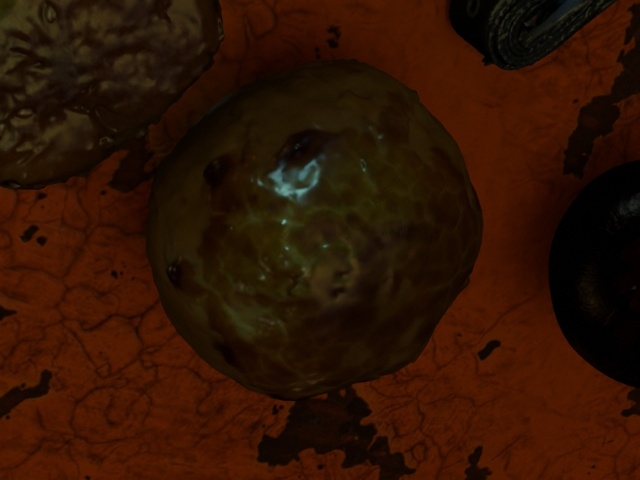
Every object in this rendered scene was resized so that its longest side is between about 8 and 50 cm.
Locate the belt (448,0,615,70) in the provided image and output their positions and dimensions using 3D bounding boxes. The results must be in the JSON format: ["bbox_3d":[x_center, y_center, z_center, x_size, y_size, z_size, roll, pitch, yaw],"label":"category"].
[{"bbox_3d":[0.259,-0.287,1.737,0.218,0.128,0.122,-38,131,0],"label":"belt"}]

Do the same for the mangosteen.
[{"bbox_3d":[0.454,0.046,1.982,0.307,0.307,0.347,-51,160,13],"label":"mangosteen"}]

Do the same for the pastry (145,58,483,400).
[{"bbox_3d":[0.000,0.000,1.685,0.388,0.313,0.389,-15,132,-17],"label":"pastry"}]

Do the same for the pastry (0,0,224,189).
[{"bbox_3d":[-0.253,-0.196,1.513,0.310,0.162,0.255,-32,130,-1],"label":"pastry"}]
